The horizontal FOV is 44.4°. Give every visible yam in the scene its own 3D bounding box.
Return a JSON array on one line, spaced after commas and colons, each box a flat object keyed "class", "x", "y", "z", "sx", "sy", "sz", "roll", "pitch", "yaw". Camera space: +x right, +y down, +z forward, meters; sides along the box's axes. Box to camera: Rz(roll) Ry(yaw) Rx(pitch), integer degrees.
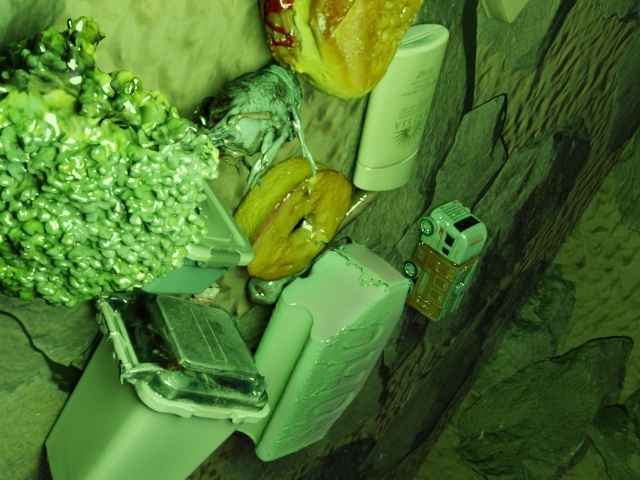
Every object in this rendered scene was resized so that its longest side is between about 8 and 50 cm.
[{"class": "yam", "x": 0.000, "y": 0.000, "z": 1.637, "sx": 0.327, "sy": 0.045, "sz": 0.045, "roll": -45, "pitch": 127, "yaw": -7}]

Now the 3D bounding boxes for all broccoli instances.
[{"class": "broccoli", "x": -0.294, "y": -0.076, "z": 0.871, "sx": 0.324, "sy": 0.272, "sz": 0.334, "roll": 1, "pitch": 133, "yaw": -50}]

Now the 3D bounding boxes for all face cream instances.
[{"class": "face cream", "x": 0.149, "y": -0.240, "z": 1.527, "sx": 0.173, "sy": 0.081, "sz": 0.348, "roll": -28, "pitch": 144, "yaw": -36}]

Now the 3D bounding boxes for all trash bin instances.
[{"class": "trash bin", "x": -0.305, "y": 0.281, "z": 1.310, "sx": 0.296, "sy": 0.256, "sz": 0.368, "roll": 19, "pitch": 117, "yaw": -45}]

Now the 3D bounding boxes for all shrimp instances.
[{"class": "shrimp", "x": -0.086, "y": -0.154, "z": 1.114, "sx": 0.372, "sy": 0.172, "sz": 0.137, "roll": -65, "pitch": 165, "yaw": -51}]

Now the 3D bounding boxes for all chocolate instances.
[{"class": "chocolate", "x": -0.081, "y": 0.064, "z": 1.562, "sx": 0.167, "sy": 0.072, "sz": 0.072, "roll": -47, "pitch": 152, "yaw": -12}]

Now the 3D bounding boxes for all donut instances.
[{"class": "donut", "x": -0.053, "y": -0.037, "z": 1.437, "sx": 0.253, "sy": 0.118, "sz": 0.253, "roll": -38, "pitch": 149, "yaw": -28}]

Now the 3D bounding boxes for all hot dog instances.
[{"class": "hot dog", "x": 0.047, "y": -0.398, "z": 1.079, "sx": 0.223, "sy": 0.185, "sz": 0.405, "roll": -3, "pitch": 126, "yaw": -56}]

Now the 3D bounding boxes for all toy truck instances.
[{"class": "toy truck", "x": 0.324, "y": 0.058, "z": 2.054, "sx": 0.136, "sy": 0.162, "sz": 0.305, "roll": -23, "pitch": 141, "yaw": -41}]

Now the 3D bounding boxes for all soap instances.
[{"class": "soap", "x": 0.001, "y": 0.227, "z": 1.630, "sx": 0.261, "sy": 0.156, "sz": 0.446, "roll": -9, "pitch": 132, "yaw": -47}]

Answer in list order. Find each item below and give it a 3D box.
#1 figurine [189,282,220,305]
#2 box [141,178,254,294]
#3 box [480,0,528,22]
[{"class": "figurine", "x": -0.229, "y": 0.136, "z": 1.449, "sx": 0.072, "sy": 0.054, "sz": 0.129, "roll": 11, "pitch": 113, "yaw": -51}, {"class": "box", "x": -0.211, "y": -0.032, "z": 1.106, "sx": 0.130, "sy": 0.227, "sz": 0.162, "roll": -45, "pitch": 156, "yaw": 19}, {"class": "box", "x": 0.369, "y": -0.496, "z": 1.569, "sx": 0.089, "sy": 0.062, "sz": 0.122, "roll": -52, "pitch": 153, "yaw": 1}]
